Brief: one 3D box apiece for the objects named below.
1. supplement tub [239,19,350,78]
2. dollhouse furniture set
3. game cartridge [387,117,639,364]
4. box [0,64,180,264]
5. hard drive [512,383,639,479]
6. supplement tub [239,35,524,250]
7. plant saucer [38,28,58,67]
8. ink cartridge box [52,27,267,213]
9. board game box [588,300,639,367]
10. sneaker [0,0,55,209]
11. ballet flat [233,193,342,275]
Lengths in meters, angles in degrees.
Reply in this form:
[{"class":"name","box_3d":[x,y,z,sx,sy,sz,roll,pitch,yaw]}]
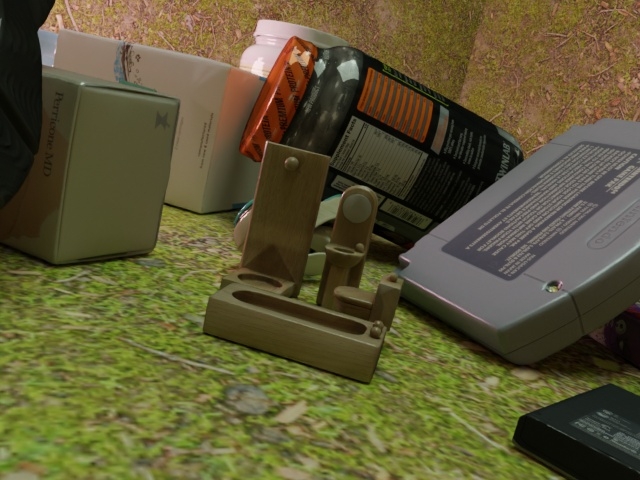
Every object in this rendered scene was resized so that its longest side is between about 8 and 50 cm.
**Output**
[{"class":"supplement tub","box_3d":[-0.071,-0.275,1.338,0.235,0.325,0.235,13,10,-2]},{"class":"dollhouse furniture set","box_3d":[-0.007,0.002,0.463,0.143,0.123,0.151,15,10,10]},{"class":"game cartridge","box_3d":[0.228,-0.012,0.586,0.297,0.062,0.198,-35,33,-14]},{"class":"box","box_3d":[-0.292,-0.094,0.564,0.310,0.148,0.121,16,11,22]},{"class":"hard drive","box_3d":[0.185,0.119,0.366,0.094,0.022,0.135,22,13,42]},{"class":"supplement tub","box_3d":[0.078,-0.118,0.840,0.337,0.207,0.207,25,7,-16]},{"class":"plant saucer","box_3d":[-0.516,-0.239,0.969,0.317,0.044,0.318,2,45,-2]},{"class":"ink cartridge box","box_3d":[-0.226,-0.172,0.925,0.269,0.197,0.198,17,11,16]},{"class":"board game box","box_3d":[0.364,0.083,0.750,0.208,0.056,0.347,7,11,-12]},{"class":"sneaker","box_3d":[-0.321,-0.121,0.379,0.257,0.169,0.448,-13,43,1]},{"class":"ballet flat","box_3d":[0.000,0.000,0.666,0.086,0.086,0.248,18,12,25]}]
